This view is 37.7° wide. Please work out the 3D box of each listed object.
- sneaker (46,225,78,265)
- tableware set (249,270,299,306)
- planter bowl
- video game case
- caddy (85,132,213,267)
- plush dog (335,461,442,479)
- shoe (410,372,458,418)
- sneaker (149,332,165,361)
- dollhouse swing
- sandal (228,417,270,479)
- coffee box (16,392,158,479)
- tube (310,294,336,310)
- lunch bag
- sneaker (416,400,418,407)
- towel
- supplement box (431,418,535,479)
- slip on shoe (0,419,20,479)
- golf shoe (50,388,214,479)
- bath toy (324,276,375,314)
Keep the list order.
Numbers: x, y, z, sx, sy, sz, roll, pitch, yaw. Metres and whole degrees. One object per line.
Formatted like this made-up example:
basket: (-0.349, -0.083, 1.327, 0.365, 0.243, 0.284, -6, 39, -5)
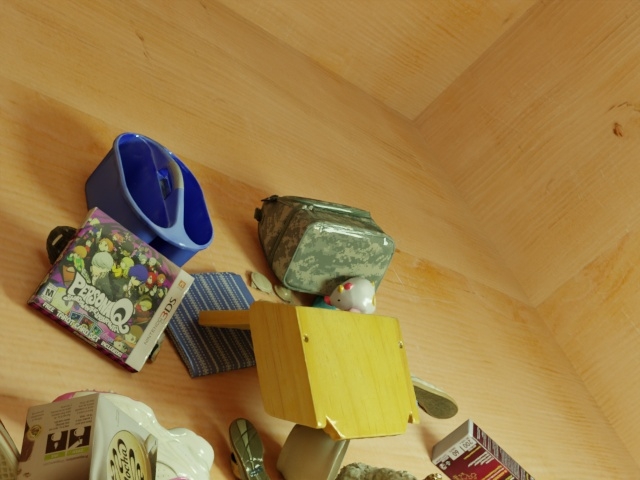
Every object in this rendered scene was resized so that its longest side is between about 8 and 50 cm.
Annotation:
sneaker: (-0.404, 0.066, 1.780, 0.271, 0.100, 0.108, 40, 6, -22)
tableware set: (-0.102, 0.143, 2.278, 0.169, 0.020, 0.141, 23, 30, -44)
planter bowl: (-0.018, 0.417, 1.805, 0.109, 0.162, 0.162, 23, 19, 10)
video game case: (-0.372, 0.090, 1.690, 0.232, 0.042, 0.210, 39, 62, -20)
caddy: (-0.355, -0.086, 1.996, 0.241, 0.179, 0.341, 28, 28, -40)
plush dog: (0.130, 0.557, 1.805, 0.262, 0.210, 0.225, 46, 47, 0)
shoe: (0.280, 0.401, 2.455, 0.219, 0.076, 0.058, 34, 25, -31)
sneaker: (-0.321, 0.199, 1.776, 0.037, 0.032, 0.083, 26, 21, -13)
dollhouse swing: (-0.042, 0.263, 1.873, 0.347, 0.305, 0.315, 12, 62, -53)
sandal: (-0.135, 0.415, 1.721, 0.072, 0.049, 0.180, 2, 63, -53)
coffee box: (-0.307, 0.373, 1.212, 0.168, 0.119, 0.297, 58, 23, -49)
tube: (0.011, 0.170, 2.404, 0.080, 0.052, 0.207, 30, 27, -2)
lunch bag: (0.000, 0.000, 2.415, 0.305, 0.212, 0.256, 11, 21, -30)
sneaker: (0.177, 0.361, 2.349, 0.188, 0.067, 0.078, 57, 17, 16)
towel: (-0.224, 0.174, 1.995, 0.243, 0.040, 0.336, 57, 25, 19)
supplement box: (0.405, 0.570, 2.322, 0.239, 0.130, 0.073, 42, 23, -9)
slip on shoe: (-0.489, 0.237, 1.286, 0.331, 0.123, 0.101, 48, 17, 15)
golf shoe: (-0.292, 0.338, 1.476, 0.306, 0.115, 0.140, 32, 29, -30)
bath toy: (0.078, 0.226, 2.229, 0.151, 0.129, 0.348, 88, -1, -46)
